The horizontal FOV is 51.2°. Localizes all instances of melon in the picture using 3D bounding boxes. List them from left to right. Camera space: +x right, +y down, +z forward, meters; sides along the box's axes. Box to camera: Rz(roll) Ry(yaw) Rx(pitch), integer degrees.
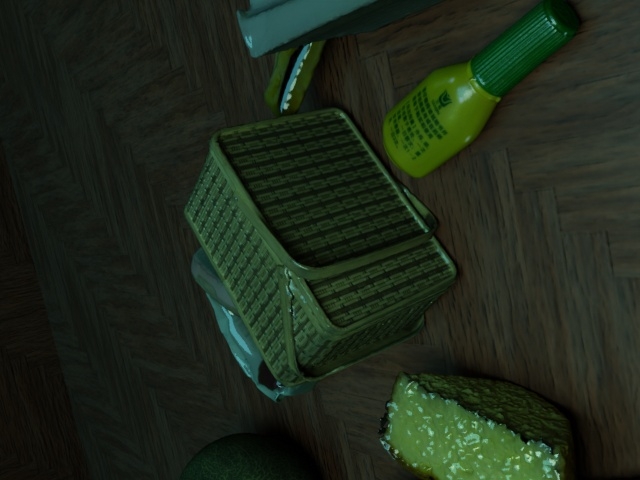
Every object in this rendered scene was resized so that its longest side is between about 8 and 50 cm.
[{"bbox_3d":[-0.131,0.460,1.180,0.302,0.238,0.237,-13,93,57],"label":"melon"}]

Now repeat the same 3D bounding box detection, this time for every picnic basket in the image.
[{"bbox_3d":[0.000,0.000,0.859,0.312,0.228,0.175,58,142,19],"label":"picnic basket"}]

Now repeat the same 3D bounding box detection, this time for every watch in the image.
[{"bbox_3d":[-0.087,0.128,1.096,0.253,0.162,0.241,34,141,42],"label":"watch"}]

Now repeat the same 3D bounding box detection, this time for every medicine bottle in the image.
[{"bbox_3d":[0.163,-0.162,0.726,0.260,0.064,0.094,-38,68,51],"label":"medicine bottle"}]

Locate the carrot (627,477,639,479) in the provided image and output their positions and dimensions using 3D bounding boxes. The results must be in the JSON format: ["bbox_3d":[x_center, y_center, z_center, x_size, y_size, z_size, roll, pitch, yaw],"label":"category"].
[{"bbox_3d":[0.319,0.290,0.709,0.229,0.069,0.068,-35,76,52],"label":"carrot"}]

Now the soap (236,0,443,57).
[{"bbox_3d":[0.093,-0.390,0.608,0.435,0.213,0.350,-2,100,51],"label":"soap"}]

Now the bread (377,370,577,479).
[{"bbox_3d":[0.202,0.237,0.778,0.260,0.134,0.129,17,106,46],"label":"bread"}]

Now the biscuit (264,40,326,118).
[{"bbox_3d":[-0.048,-0.274,0.916,0.183,0.039,0.174,59,134,44],"label":"biscuit"}]
